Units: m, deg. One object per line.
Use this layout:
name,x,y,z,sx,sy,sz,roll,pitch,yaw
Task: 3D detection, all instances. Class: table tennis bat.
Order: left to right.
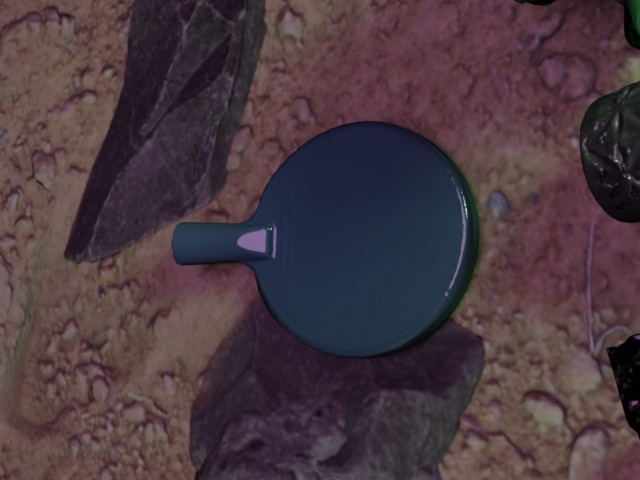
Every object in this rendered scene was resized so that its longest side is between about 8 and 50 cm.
table tennis bat,0.000,0.000,1.401,0.329,0.044,0.215,-2,85,35

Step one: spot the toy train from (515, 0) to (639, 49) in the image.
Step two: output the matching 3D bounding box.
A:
toy train,0.208,-0.267,1.133,0.145,0.266,0.202,27,93,36

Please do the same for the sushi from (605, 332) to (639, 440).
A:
sushi,0.312,0.151,1.074,0.172,0.153,0.150,-15,54,16

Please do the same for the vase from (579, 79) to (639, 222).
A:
vase,0.337,-0.077,1.090,0.301,0.156,0.251,-13,76,42
